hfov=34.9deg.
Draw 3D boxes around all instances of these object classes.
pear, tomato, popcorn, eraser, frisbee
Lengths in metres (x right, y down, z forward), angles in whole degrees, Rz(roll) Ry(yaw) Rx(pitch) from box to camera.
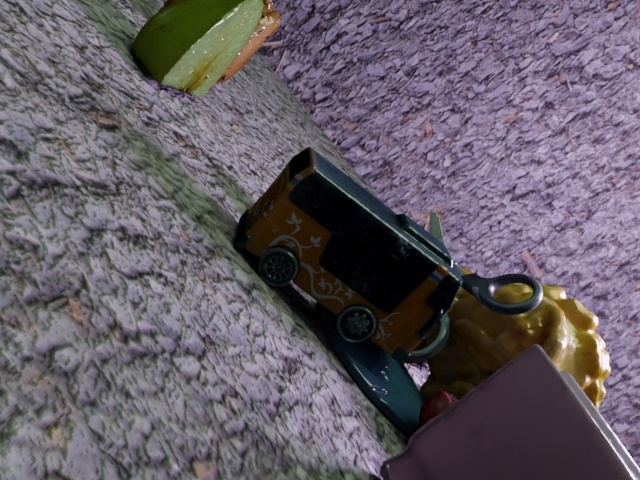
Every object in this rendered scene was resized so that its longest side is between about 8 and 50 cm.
[{"bbox_3d":[-0.220,-0.396,1.891,0.139,0.239,0.288,52,8,3],"label":"pear"},{"bbox_3d":[0.209,0.324,1.547,0.189,0.099,0.173,44,13,-49],"label":"tomato"},{"bbox_3d":[0.325,0.235,1.758,0.349,0.349,0.382,53,17,13],"label":"popcorn"},{"bbox_3d":[0.248,0.332,1.163,0.122,0.272,0.359,43,11,-38],"label":"eraser"},{"bbox_3d":[0.100,0.199,1.671,0.289,0.049,0.289,49,9,-11],"label":"frisbee"}]

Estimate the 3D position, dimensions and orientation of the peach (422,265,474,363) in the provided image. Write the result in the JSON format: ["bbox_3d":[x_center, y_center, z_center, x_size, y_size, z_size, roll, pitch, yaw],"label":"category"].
[{"bbox_3d":[0.256,0.155,2.114,0.231,0.231,0.231,49,9,-11],"label":"peach"}]

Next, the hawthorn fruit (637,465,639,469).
[{"bbox_3d":[0.428,0.475,1.428,0.324,0.308,0.308,48,9,-21],"label":"hawthorn fruit"}]

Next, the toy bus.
[{"bbox_3d":[0.047,0.022,1.566,0.323,0.194,0.162,36,12,-12],"label":"toy bus"}]

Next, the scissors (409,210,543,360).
[{"bbox_3d":[0.219,0.054,1.803,0.383,0.256,0.029,-110,175,-58],"label":"scissors"}]

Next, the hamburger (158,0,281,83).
[{"bbox_3d":[-0.223,-0.486,2.277,0.211,0.245,0.260,52,29,-3],"label":"hamburger"}]

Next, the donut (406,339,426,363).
[{"bbox_3d":[0.138,0.131,1.929,0.226,0.114,0.226,51,9,-11],"label":"donut"}]
